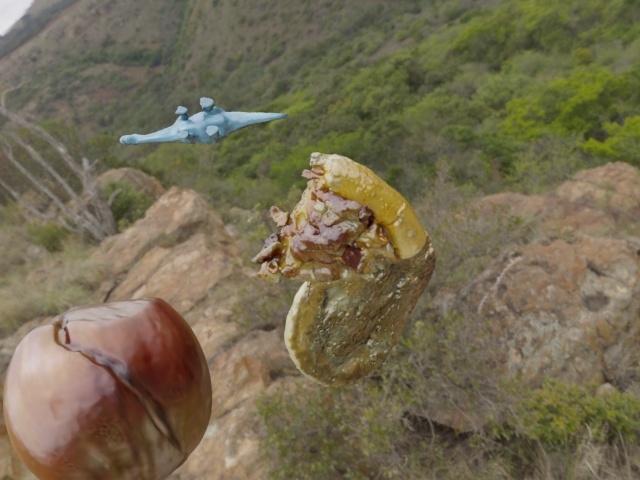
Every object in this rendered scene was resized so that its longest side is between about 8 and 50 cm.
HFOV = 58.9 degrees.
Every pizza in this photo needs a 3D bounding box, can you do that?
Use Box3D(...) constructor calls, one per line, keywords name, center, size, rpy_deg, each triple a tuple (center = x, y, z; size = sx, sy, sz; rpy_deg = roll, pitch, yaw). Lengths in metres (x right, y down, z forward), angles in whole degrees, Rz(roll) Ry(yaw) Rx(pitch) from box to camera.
Box3D(name="pizza", center=(0.001, 0.002, 0.600), size=(0.194, 0.154, 0.069), rpy_deg=(-34, 36, 28))

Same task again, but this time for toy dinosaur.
Box3D(name="toy dinosaur", center=(-0.132, -0.133, 0.655), size=(0.198, 0.045, 0.080), rpy_deg=(-12, 4, -10))

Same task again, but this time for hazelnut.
Box3D(name="hazelnut", center=(-0.371, 0.272, 1.018), size=(0.315, 0.372, 0.372), rpy_deg=(-49, 15, 49))

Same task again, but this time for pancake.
Box3D(name="pancake", center=(0.081, 0.111, 1.037), size=(0.356, 0.356, 0.065), rpy_deg=(-46, 51, -9))
